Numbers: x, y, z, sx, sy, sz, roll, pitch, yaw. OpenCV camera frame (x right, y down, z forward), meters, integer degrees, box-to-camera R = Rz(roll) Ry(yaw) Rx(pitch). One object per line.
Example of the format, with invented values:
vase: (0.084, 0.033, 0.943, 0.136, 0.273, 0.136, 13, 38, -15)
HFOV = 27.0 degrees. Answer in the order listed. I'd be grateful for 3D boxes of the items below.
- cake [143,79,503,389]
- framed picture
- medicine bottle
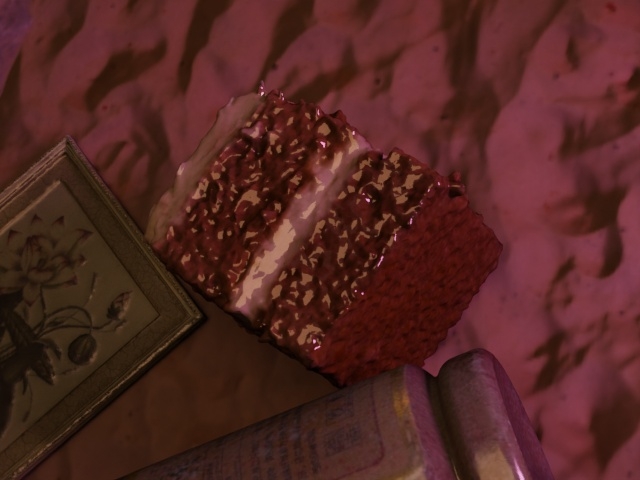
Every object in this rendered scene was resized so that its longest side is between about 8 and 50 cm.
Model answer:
cake: (0.000, 0.000, 0.742, 0.147, 0.135, 0.134, 37, 87, 30)
framed picture: (-0.204, 0.062, 0.851, 0.231, 0.010, 0.173, -42, 65, 1)
medicine bottle: (-0.037, 0.176, 0.681, 0.322, 0.151, 0.151, -23, 67, 10)
